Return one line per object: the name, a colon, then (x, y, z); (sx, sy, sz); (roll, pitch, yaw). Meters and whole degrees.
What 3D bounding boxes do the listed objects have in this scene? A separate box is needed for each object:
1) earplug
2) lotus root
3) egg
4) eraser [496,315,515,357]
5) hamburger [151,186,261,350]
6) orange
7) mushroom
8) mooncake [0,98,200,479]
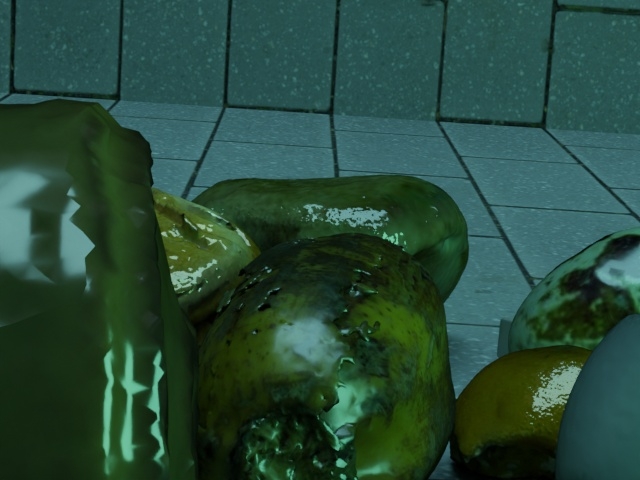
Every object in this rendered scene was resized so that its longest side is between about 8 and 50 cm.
earplug: (0.291, 0.141, 1.127); (0.326, 0.175, 0.214); (6, 15, -45)
lotus root: (0.007, 0.098, 1.142); (0.179, 0.195, 0.397); (11, 10, 6)
egg: (0.269, 0.075, 1.408); (0.231, 0.169, 0.169); (-12, 15, -16)
eraser: (0.281, 0.094, 1.614); (0.212, 0.046, 0.092); (-4, 14, -36)
hamburger: (-0.210, 0.053, 1.329); (0.284, 0.174, 0.304); (-4, 14, -27)
orange: (0.179, 0.134, 1.249); (0.170, 0.112, 0.160); (10, 5, -34)
mushroom: (-0.002, -0.007, 1.566); (0.217, 0.212, 0.292); (46, 37, 15)
mooncake: (-0.189, 0.114, 0.910); (0.246, 0.393, 0.394); (2, 51, -9)
